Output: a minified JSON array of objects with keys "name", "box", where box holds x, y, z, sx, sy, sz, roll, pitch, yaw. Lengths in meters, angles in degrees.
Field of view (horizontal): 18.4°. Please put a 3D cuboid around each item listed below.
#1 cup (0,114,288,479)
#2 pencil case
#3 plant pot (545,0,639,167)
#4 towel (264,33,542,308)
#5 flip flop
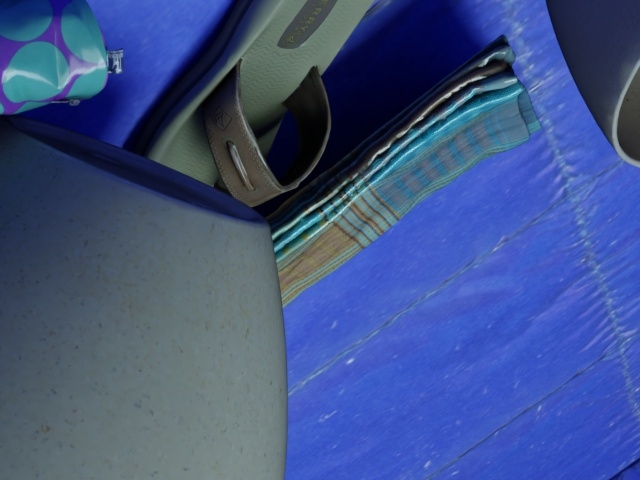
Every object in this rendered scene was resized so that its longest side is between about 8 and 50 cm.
[{"name":"cup","box":[-0.151,0.066,1.129,0.331,0.331,0.237,12,101,-59]},{"name":"pencil case","box":[-0.185,-0.086,1.039,0.152,0.064,0.070,-21,117,-26]},{"name":"plant pot","box":[0.243,-0.209,1.217,0.284,0.191,0.284,-28,155,-14]},{"name":"towel","box":[0.000,0.000,1.405,0.370,0.040,0.271,-37,172,5]},{"name":"flip flop","box":[-0.031,-0.078,1.238,0.112,0.080,0.277,-8,145,-46]}]
